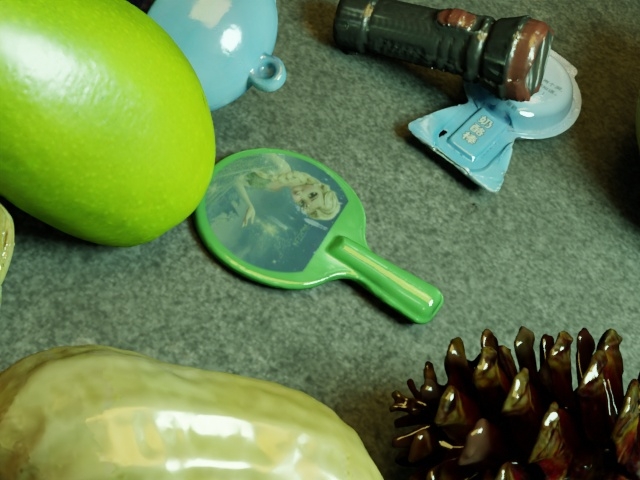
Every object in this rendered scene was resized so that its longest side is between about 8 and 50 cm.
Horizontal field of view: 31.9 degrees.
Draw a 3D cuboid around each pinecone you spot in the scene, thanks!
[{"bbox_3d":[0.193,0.173,0.875,0.292,0.246,0.246,20,48,14],"label":"pinecone"}]

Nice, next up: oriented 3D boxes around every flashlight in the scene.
[{"bbox_3d":[0.125,-0.216,1.189,0.232,0.093,0.093,19,47,19],"label":"flashlight"}]

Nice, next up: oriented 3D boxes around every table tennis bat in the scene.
[{"bbox_3d":[0.000,0.000,1.051,0.257,0.039,0.160,32,52,8],"label":"table tennis bat"}]

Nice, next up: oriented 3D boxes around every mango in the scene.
[{"bbox_3d":[-0.214,-0.122,0.898,0.156,0.343,0.192,10,71,36],"label":"mango"}]

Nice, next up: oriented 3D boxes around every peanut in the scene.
[{"bbox_3d":[-0.083,0.171,0.811,0.340,0.158,0.174,11,33,-16],"label":"peanut"}]

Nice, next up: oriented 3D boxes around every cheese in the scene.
[{"bbox_3d":[0.204,-0.148,1.227,0.135,0.052,0.244,38,53,13],"label":"cheese"}]

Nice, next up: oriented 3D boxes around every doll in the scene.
[{"bbox_3d":[-0.163,-0.224,1.091,0.314,0.141,0.177,31,76,20],"label":"doll"}]

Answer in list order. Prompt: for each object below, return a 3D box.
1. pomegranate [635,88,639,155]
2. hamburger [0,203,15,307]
[{"bbox_3d":[0.470,-0.131,1.162,0.319,0.319,0.319,10,52,-13],"label":"pomegranate"},{"bbox_3d":[-0.319,0.002,0.867,0.159,0.131,0.185,-13,58,-29],"label":"hamburger"}]
